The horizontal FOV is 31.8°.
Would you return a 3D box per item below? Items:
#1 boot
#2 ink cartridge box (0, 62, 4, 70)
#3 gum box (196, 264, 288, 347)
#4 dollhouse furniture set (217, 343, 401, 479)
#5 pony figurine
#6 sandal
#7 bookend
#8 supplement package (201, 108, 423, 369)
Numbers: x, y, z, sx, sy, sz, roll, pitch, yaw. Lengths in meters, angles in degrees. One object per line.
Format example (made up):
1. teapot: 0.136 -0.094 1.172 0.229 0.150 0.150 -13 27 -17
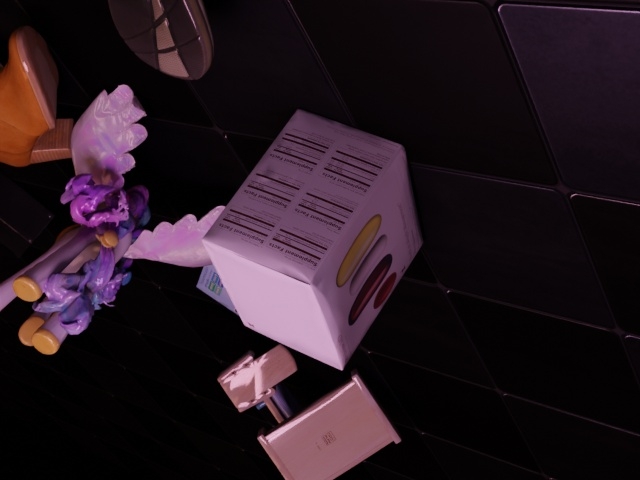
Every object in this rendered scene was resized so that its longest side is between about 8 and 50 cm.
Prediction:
1. boot: -0.467 -0.186 1.564 0.211 0.104 0.295 -3 153 -1
2. ink cartridge box: -0.551 -0.218 1.658 0.235 0.056 0.171 -22 139 16
3. gum box: -0.106 0.089 1.803 0.184 0.041 0.157 34 157 2
4. dollhouse furniture set: -0.013 0.270 1.990 0.286 0.198 0.303 57 -177 -6
5. pony figurine: -0.310 -0.009 1.591 0.351 0.363 0.303 -25 112 45
6. sandal: -0.156 -0.292 1.118 0.120 0.086 0.303 18 135 29
7. bookend: -0.598 -0.054 2.128 0.156 0.072 0.157 40 156 -10
8. supplement package: 0.000 0.000 1.303 0.149 0.203 0.194 22 154 26
